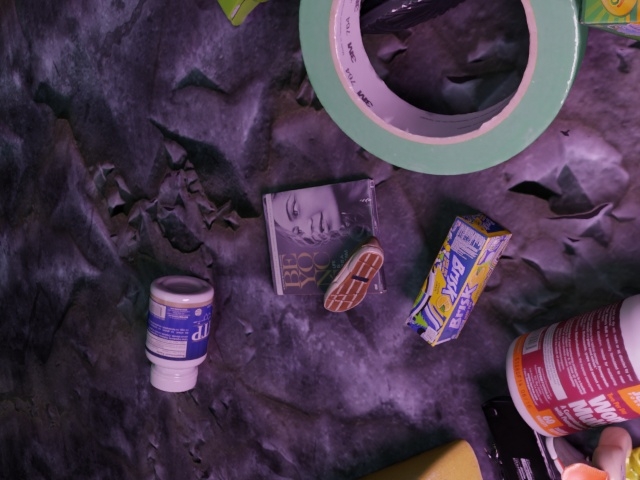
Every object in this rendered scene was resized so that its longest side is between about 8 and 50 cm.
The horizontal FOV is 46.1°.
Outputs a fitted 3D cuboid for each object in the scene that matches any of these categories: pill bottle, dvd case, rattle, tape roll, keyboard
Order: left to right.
[{"bbox_3d":[-0.253,0.166,1.334,0.112,0.112,0.187,22,111,39],"label":"pill bottle"},{"bbox_3d":[0.000,0.000,1.141,0.221,0.018,0.165,-5,93,43],"label":"dvd case"},{"bbox_3d":[0.133,-0.234,0.855,0.321,0.077,0.321,14,125,21],"label":"tape roll"},{"bbox_3d":[0.255,0.276,0.931,0.100,0.038,0.192,-12,99,53],"label":"keyboard"},{"bbox_3d":[0.319,0.128,0.797,0.221,0.121,0.121,-30,76,41],"label":"pill bottle"},{"bbox_3d":[0.326,0.248,0.730,0.142,0.199,0.130,16,75,32],"label":"rattle"}]

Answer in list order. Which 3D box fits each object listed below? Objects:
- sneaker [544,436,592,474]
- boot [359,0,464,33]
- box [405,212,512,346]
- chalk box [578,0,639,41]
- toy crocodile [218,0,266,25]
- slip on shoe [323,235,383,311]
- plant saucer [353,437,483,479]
[{"bbox_3d":[0.327,0.279,0.868,0.065,0.061,0.158,-42,66,9],"label":"sneaker"},{"bbox_3d":[0.127,-0.390,0.915,0.246,0.094,0.207,-20,84,39],"label":"boot"},{"bbox_3d":[0.174,0.050,0.960,0.054,0.059,0.169,41,121,32],"label":"box"},{"bbox_3d":[0.348,-0.273,0.674,0.289,0.180,0.179,12,104,42],"label":"chalk box"},{"bbox_3d":[-0.058,-0.456,1.083,0.115,0.105,0.340,57,133,21],"label":"toy crocodile"},{"bbox_3d":[0.046,0.048,1.070,0.041,0.051,0.135,-91,24,-48],"label":"slip on shoe"},{"bbox_3d":[0.106,0.470,1.001,0.333,0.081,0.333,-39,55,44],"label":"plant saucer"}]
